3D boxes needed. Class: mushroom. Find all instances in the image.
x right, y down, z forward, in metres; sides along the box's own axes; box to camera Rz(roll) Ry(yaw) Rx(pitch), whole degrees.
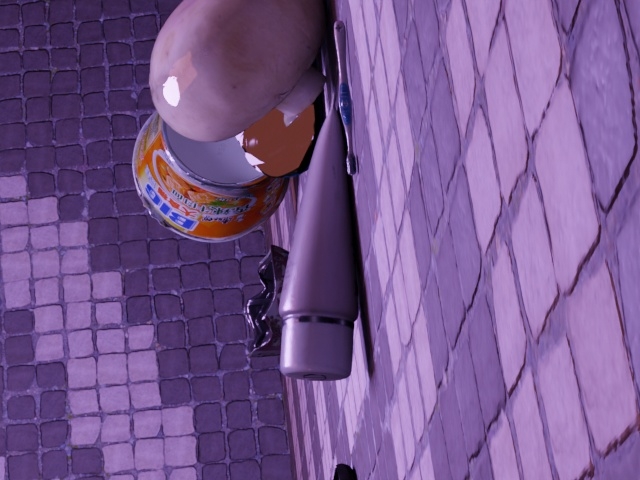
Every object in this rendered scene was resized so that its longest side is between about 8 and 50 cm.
[{"bbox_3d":[-0.085,-0.223,1.689,0.246,0.202,0.246,-39,31,30],"label":"mushroom"}]

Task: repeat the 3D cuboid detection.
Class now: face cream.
[{"bbox_3d":[0.000,0.000,1.593,0.143,0.089,0.314,99,173,-76],"label":"face cream"}]

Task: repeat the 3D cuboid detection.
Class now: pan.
[{"bbox_3d":[0.034,0.392,1.845,0.115,0.040,0.212,91,179,-52],"label":"pan"}]

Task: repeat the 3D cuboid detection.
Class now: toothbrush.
[{"bbox_3d":[0.026,-0.148,1.474,0.017,0.014,0.162,-40,-54,-78],"label":"toothbrush"}]

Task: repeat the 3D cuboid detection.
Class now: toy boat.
[{"bbox_3d":[-0.047,-0.234,1.840,0.092,0.134,0.299,-24,-70,-56],"label":"toy boat"}]

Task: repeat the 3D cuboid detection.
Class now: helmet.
[{"bbox_3d":[-0.050,0.101,2.199,0.153,0.107,0.177,-98,23,-59],"label":"helmet"}]

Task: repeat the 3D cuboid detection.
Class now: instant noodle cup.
[{"bbox_3d":[-0.172,-0.164,2.430,0.214,0.296,0.296,126,139,-69],"label":"instant noodle cup"}]
